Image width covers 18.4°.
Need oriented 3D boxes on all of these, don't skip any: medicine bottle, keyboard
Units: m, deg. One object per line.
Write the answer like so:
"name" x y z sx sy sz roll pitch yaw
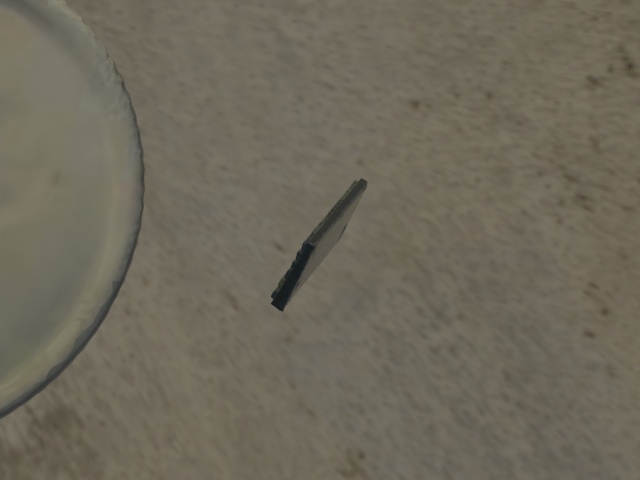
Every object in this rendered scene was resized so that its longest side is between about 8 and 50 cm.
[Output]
"medicine bottle" -0.233 -0.065 0.828 0.224 0.384 0.224 -10 112 -26
"keyboard" 0.001 0.000 1.399 0.014 0.176 0.055 31 111 3
